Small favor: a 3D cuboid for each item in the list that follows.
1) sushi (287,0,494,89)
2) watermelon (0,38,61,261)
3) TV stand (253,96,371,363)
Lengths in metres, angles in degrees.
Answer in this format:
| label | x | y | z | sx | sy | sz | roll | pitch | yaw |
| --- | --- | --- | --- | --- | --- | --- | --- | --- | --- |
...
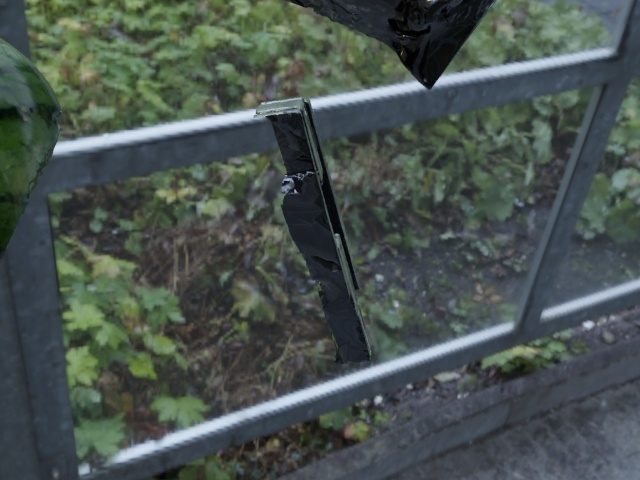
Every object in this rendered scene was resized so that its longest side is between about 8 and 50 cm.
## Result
| label | x | y | z | sx | sy | sz | roll | pitch | yaw |
| --- | --- | --- | --- | --- | --- | --- | --- | --- | --- |
| sushi | 0.076 | -0.299 | 0.700 | 0.227 | 0.212 | 0.215 | 36 | 72 | 2 |
| watermelon | -0.379 | -0.053 | 0.681 | 0.330 | 0.189 | 0.331 | 0 | 79 | -1 |
| TV stand | 0.000 | 0.000 | 0.679 | 0.036 | 0.249 | 0.042 | -7 | 36 | 13 |
